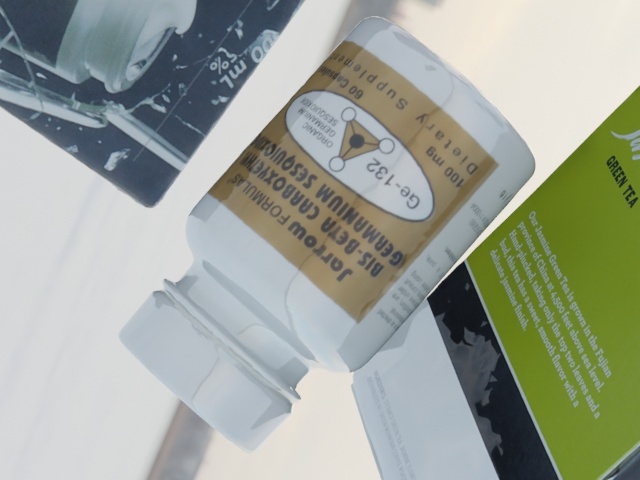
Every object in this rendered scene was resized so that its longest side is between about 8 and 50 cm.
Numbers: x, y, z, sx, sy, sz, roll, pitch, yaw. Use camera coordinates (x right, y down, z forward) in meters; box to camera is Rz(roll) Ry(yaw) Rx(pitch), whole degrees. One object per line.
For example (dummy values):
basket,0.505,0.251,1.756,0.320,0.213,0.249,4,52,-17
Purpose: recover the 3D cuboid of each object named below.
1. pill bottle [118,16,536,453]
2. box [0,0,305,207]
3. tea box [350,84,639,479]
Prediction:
pill bottle,0.000,0.000,1.059,0.229,0.131,0.131,-49,-178,-2
box,-0.207,-0.365,1.427,0.480,0.472,0.297,-54,-137,0
tea box,0.257,0.110,1.149,0.323,0.329,0.220,-45,-143,22
